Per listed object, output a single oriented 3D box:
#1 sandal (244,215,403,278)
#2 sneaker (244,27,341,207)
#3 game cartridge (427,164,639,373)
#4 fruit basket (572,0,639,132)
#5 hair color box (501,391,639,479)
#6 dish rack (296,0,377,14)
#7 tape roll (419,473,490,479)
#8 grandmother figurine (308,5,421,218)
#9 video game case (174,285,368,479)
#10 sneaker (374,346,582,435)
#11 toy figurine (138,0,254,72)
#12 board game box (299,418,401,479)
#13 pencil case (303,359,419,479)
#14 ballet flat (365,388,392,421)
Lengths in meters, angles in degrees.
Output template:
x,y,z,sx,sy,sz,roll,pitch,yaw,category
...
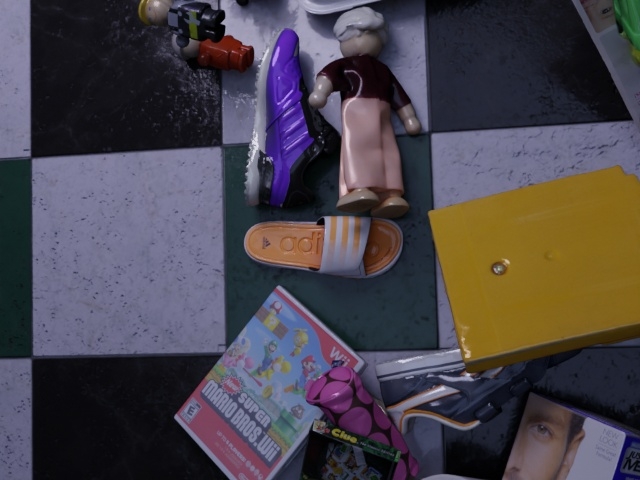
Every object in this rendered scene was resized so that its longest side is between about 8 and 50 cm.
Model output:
x,y,z,sx,sy,sz,roll,pitch,yaw,category
-0.001,0.011,1.319,0.265,0.076,0.102,0,86,10,sandal
-0.035,-0.194,1.335,0.146,0.102,0.293,7,91,3,sneaker
0.342,0.036,1.204,0.323,0.053,0.285,-13,51,7,game cartridge
0.561,-0.294,1.127,0.327,0.165,0.353,-27,116,21,fruit basket
0.344,0.411,1.171,0.110,0.185,0.339,20,88,-31,hair color box
0.100,-0.529,1.314,0.332,0.072,0.286,-11,71,8,dish rack
0.202,0.479,1.158,0.100,0.286,0.286,17,89,-33,tape roll
0.067,-0.214,1.294,0.104,0.208,0.342,-16,69,43,grandmother figurine
-0.085,0.244,1.317,0.204,0.025,0.285,40,93,26,video game case
0.250,0.214,1.241,0.321,0.126,0.127,-16,80,17,sneaker
-0.178,-0.394,1.311,0.148,0.209,0.213,20,89,16,toy figurine
0.032,0.382,1.235,0.136,0.030,0.260,17,128,8,board game box
0.061,0.286,1.232,0.098,0.095,0.209,-17,113,40,pencil case
0.042,0.244,1.308,0.168,0.052,0.057,29,92,11,ballet flat
